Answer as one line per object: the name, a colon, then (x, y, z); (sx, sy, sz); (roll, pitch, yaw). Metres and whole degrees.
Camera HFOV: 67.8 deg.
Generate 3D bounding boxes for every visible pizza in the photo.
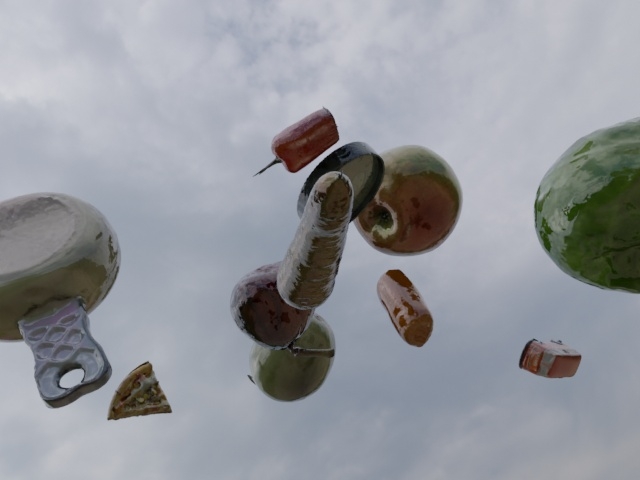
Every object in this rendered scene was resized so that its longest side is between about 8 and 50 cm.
pizza: (-0.504, 0.452, 1.345); (0.184, 0.176, 0.036); (-48, -20, -32)

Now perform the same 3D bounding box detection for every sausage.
sausage: (0.190, 0.145, 1.094); (0.098, 0.238, 0.098); (-4, -62, -9)

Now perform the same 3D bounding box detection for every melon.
melon: (-0.087, 0.356, 1.464); (0.272, 0.272, 0.307); (-6, -59, -24)

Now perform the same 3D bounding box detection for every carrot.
carrot: (0.000, 0.000, 0.510); (0.078, 0.078, 0.298); (-15, -22, -17)

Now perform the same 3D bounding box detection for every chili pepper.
chili pepper: (-0.051, -0.174, 0.904); (0.192, 0.086, 0.084); (-32, -88, 9)

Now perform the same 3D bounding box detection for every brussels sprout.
brussels sprout: (0.403, -0.046, 0.609); (0.244, 0.244, 0.244); (-14, -49, -17)

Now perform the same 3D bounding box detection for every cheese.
cheese: (-0.265, 0.046, 0.452); (0.163, 0.286, 0.082); (-24, -48, -22)

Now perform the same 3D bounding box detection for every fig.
fig: (-0.097, 0.176, 1.066); (0.204, 0.186, 0.249); (-32, -66, -58)

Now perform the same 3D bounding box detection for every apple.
apple: (0.226, -0.103, 1.315); (0.277, 0.319, 0.319); (-20, -45, -35)

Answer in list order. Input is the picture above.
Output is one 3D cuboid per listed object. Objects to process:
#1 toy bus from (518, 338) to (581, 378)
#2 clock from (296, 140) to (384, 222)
toy bus: (0.531, 0.275, 1.096); (0.174, 0.077, 0.079); (12, -80, -40)
clock: (0.046, -0.105, 0.999); (0.215, 0.042, 0.215); (-33, -29, -21)
